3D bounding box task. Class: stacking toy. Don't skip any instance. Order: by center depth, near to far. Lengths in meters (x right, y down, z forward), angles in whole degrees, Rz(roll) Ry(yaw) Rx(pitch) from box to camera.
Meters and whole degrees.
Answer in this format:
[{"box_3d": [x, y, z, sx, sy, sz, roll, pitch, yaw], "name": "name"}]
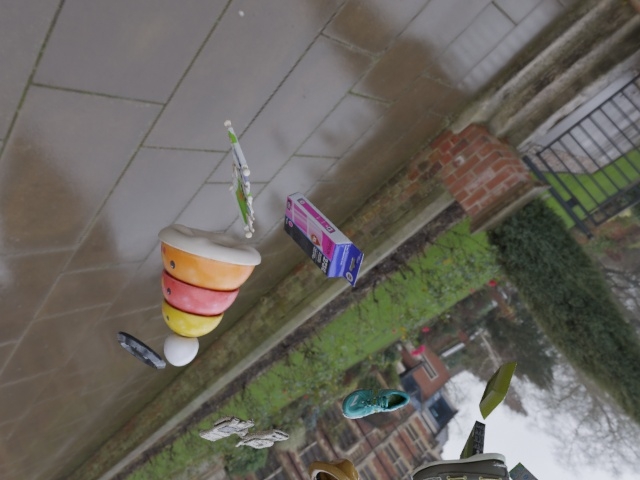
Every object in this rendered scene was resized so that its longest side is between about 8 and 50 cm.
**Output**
[{"box_3d": [-0.427, 0.208, 1.657, 0.351, 0.351, 0.479, 7, 100, -67], "name": "stacking toy"}]

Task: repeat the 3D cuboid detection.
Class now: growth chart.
[{"box_3d": [-0.178, -0.126, 1.078, 0.021, 0.171, 0.237, -15, 149, -17], "name": "growth chart"}]

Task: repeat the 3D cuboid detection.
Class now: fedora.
[{"box_3d": [0.054, 0.681, 1.381, 0.079, 0.194, 0.194, -40, 173, -42], "name": "fedora"}]

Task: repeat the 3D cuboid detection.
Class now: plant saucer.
[{"box_3d": [0.673, 0.568, 1.860, 0.188, 0.045, 0.188, -46, 159, -43], "name": "plant saucer"}]

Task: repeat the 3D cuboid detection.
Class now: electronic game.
[{"box_3d": [-0.701, 0.429, 1.895, 0.048, 0.229, 0.229, -56, 177, -29], "name": "electronic game"}]

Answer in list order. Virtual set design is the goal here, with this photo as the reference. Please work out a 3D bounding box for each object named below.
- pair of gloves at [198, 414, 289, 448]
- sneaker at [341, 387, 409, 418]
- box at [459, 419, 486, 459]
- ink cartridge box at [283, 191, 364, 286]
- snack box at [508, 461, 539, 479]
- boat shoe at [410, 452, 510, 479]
[{"box_3d": [-0.252, 0.628, 1.588, 0.240, 0.042, 0.204, 30, 132, -30], "name": "pair of gloves"}, {"box_3d": [0.212, 0.617, 1.861, 0.276, 0.106, 0.110, -6, 166, -18], "name": "sneaker"}, {"box_3d": [0.538, 0.777, 1.733, 0.191, 0.045, 0.184, -44, 148, -60], "name": "box"}, {"box_3d": [0.000, 0.000, 1.737, 0.069, 0.371, 0.175, -26, 145, -32], "name": "ink cartridge box"}, {"box_3d": [0.735, 0.861, 1.589, 0.070, 0.174, 0.207, -39, -167, -3], "name": "snack box"}, {"box_3d": [0.425, 0.733, 1.489, 0.305, 0.091, 0.109, -21, 130, 20], "name": "boat shoe"}]
